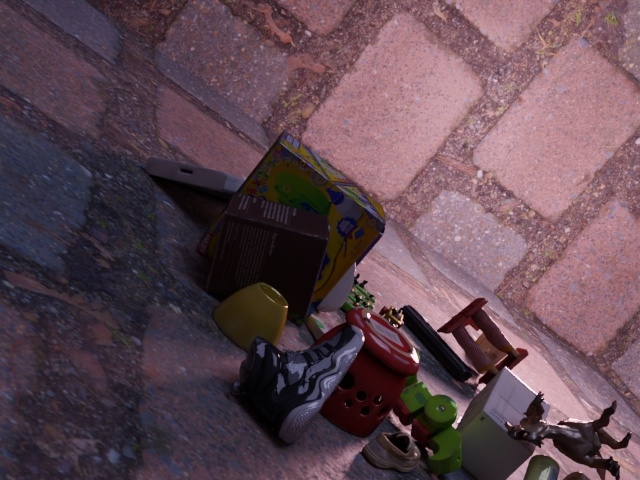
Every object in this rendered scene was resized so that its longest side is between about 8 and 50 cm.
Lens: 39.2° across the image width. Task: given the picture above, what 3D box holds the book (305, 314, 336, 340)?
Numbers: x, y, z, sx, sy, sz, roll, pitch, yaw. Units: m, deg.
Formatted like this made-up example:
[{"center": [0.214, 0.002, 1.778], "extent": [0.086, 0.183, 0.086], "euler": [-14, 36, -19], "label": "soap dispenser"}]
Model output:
[{"center": [0.036, 0.214, 1.944], "extent": [0.144, 0.035, 0.096], "euler": [30, 11, -31], "label": "book"}]

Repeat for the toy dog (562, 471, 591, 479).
[{"center": [0.516, 0.609, 1.749], "extent": [0.220, 0.161, 0.333], "euler": [44, 28, 9], "label": "toy dog"}]

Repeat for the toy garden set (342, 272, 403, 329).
[{"center": [0.136, 0.171, 2.316], "extent": [0.204, 0.049, 0.244], "euler": [41, 12, -2], "label": "toy garden set"}]

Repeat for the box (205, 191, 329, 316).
[{"center": [-0.100, 0.023, 1.747], "extent": [0.203, 0.167, 0.168], "euler": [15, 16, -3], "label": "box"}]

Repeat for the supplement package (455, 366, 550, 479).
[{"center": [0.382, 0.400, 1.925], "extent": [0.139, 0.134, 0.244], "euler": [41, 25, 9], "label": "supplement package"}]

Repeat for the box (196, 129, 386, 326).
[{"center": [-0.060, -0.029, 1.913], "extent": [0.279, 0.290, 0.177], "euler": [37, 13, -8], "label": "box"}]

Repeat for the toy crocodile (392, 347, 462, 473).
[{"center": [0.184, 0.322, 1.807], "extent": [0.340, 0.105, 0.115], "euler": [54, -23, 37], "label": "toy crocodile"}]

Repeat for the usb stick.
[{"center": [0.315, 0.280, 2.482], "extent": [0.278, 0.045, 0.077], "euler": [48, 7, 36], "label": "usb stick"}]

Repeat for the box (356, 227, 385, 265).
[{"center": [0.042, 0.006, 2.281], "extent": [0.153, 0.207, 0.108], "euler": [38, 13, -2], "label": "box"}]

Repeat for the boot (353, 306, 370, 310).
[{"center": [0.127, 0.225, 1.990], "extent": [0.190, 0.069, 0.086], "euler": [53, 3, 10], "label": "boot"}]

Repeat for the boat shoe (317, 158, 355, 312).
[{"center": [-0.009, -0.001, 2.152], "extent": [0.156, 0.135, 0.367], "euler": [125, -43, -72], "label": "boat shoe"}]

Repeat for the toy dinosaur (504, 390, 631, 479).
[{"center": [0.506, 0.398, 1.820], "extent": [0.200, 0.127, 0.296], "euler": [4, -27, 34], "label": "toy dinosaur"}]

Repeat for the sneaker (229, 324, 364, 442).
[{"center": [-0.037, 0.196, 1.461], "extent": [0.153, 0.101, 0.268], "euler": [34, 41, 7], "label": "sneaker"}]

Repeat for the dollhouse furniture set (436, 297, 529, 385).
[{"center": [0.443, 0.290, 2.595], "extent": [0.201, 0.152, 0.374], "euler": [52, -5, 2], "label": "dollhouse furniture set"}]

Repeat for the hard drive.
[{"center": [-0.217, -0.126, 2.157], "extent": [0.233, 0.047, 0.353], "euler": [14, -2, 30], "label": "hard drive"}]

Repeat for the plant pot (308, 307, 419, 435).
[{"center": [0.074, 0.234, 1.646], "extent": [0.191, 0.174, 0.191], "euler": [37, 15, -11], "label": "plant pot"}]

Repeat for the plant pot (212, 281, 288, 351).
[{"center": [-0.115, 0.132, 1.632], "extent": [0.134, 0.095, 0.134], "euler": [36, 12, -9], "label": "plant pot"}]

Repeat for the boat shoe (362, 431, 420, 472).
[{"center": [0.141, 0.372, 1.603], "extent": [0.063, 0.059, 0.170], "euler": [47, 14, 31], "label": "boat shoe"}]

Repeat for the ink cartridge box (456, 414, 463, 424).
[{"center": [0.344, 0.446, 2.006], "extent": [0.115, 0.029, 0.063], "euler": [40, 13, 10], "label": "ink cartridge box"}]

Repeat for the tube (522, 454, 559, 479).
[{"center": [0.397, 0.512, 1.700], "extent": [0.070, 0.062, 0.240], "euler": [6, 37, 24], "label": "tube"}]
